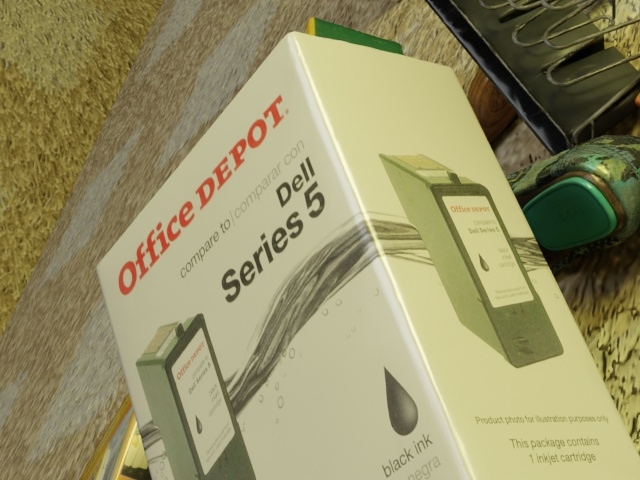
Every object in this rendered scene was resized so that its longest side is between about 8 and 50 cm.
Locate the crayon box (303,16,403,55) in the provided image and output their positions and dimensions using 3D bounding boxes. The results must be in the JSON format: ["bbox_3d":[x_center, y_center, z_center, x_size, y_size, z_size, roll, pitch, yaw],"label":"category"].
[{"bbox_3d":[0.000,0.000,0.911,0.323,0.083,0.203,-91,19,-60],"label":"crayon box"}]

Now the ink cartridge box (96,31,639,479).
[{"bbox_3d":[0.014,0.073,0.599,0.198,0.114,0.273,-45,53,36],"label":"ink cartridge box"}]

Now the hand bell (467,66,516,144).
[{"bbox_3d":[0.153,-0.170,0.875,0.126,0.126,0.242,-109,41,-67],"label":"hand bell"}]

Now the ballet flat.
[{"bbox_3d":[0.131,-0.017,0.732,0.188,0.070,0.070,-17,45,64],"label":"ballet flat"}]

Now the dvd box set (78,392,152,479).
[{"bbox_3d":[-0.177,0.320,0.849,0.308,0.062,0.421,126,162,-55],"label":"dvd box set"}]

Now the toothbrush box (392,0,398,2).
[{"bbox_3d":[0.029,-0.387,1.211,0.206,0.283,0.122,-32,32,53],"label":"toothbrush box"}]

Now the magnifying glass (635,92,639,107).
[{"bbox_3d":[0.248,-0.166,0.705,0.231,0.026,0.092,-58,18,5],"label":"magnifying glass"}]

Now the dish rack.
[{"bbox_3d":[0.108,-0.196,0.711,0.074,0.271,0.208,-29,56,-8],"label":"dish rack"}]
